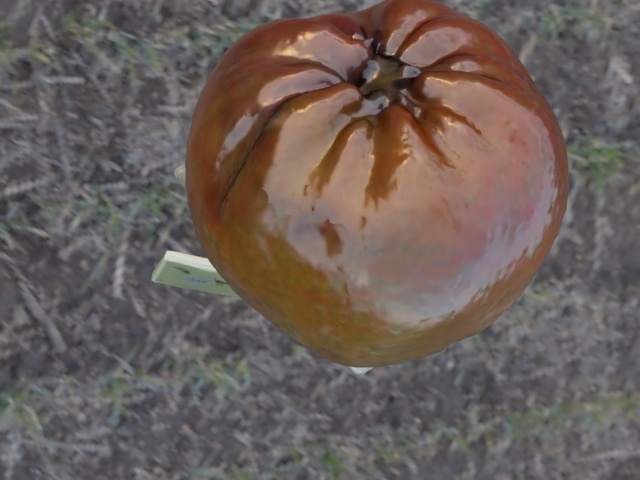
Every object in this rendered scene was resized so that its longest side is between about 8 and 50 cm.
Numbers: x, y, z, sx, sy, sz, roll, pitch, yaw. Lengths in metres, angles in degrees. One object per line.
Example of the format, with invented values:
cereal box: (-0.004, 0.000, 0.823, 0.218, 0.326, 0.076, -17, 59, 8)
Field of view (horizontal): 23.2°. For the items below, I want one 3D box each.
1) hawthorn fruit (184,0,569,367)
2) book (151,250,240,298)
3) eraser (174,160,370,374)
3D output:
hawthorn fruit: (0.041, -0.022, 1.154, 0.277, 0.277, 0.298, -33, 149, -22)
book: (-0.108, 0.037, 1.552, 0.111, 0.077, 0.014, 12, 69, -13)
eraser: (0.000, 0.000, 1.641, 0.144, 0.078, 0.343, -38, 132, 5)
